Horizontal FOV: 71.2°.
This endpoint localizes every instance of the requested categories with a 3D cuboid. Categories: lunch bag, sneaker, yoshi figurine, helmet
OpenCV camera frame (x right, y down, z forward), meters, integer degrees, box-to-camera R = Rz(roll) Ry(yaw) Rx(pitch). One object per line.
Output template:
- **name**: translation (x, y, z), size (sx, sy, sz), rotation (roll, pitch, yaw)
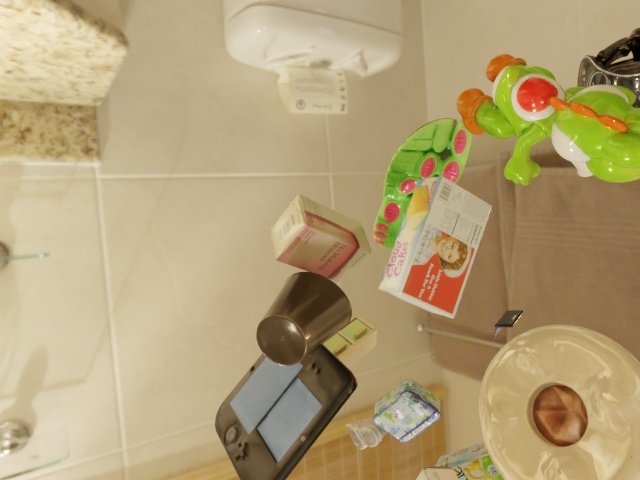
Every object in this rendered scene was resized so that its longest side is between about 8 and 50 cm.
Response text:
- **lunch bag**: translation (0.313, 0.614, 1.604), size (0.219, 0.176, 0.090), rotation (-48, -173, 27)
- **sneaker**: translation (0.276, -0.165, 1.284), size (0.185, 0.483, 0.202), rotation (27, -129, 4)
- **yoshi figurine**: translation (0.421, -0.196, 0.772), size (0.203, 0.204, 0.362), rotation (-15, -145, -17)
- **helmet**: translation (0.623, -0.329, 0.924), size (0.169, 0.169, 0.161), rotation (-3, 152, 25)
- **sneaker**: translation (0.197, 0.770, 1.805), size (0.115, 0.105, 0.281), rotation (-23, 172, -27)

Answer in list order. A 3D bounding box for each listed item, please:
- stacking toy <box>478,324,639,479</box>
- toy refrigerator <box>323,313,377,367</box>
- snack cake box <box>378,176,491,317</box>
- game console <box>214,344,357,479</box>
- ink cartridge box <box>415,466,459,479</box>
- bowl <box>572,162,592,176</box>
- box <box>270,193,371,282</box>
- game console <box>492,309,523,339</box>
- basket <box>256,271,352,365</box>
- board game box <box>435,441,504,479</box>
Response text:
- **stacking toy**: translation (0.614, 0.396, 0.961), size (0.479, 0.351, 0.350), rotation (21, 169, -31)
- **toy refrigerator**: translation (0.060, 0.359, 1.472), size (0.269, 0.094, 0.102), rotation (-28, -137, -33)
- **snack cake box**: translation (0.250, 0.014, 0.968), size (0.152, 0.264, 0.089), rotation (25, 172, -24)
- **game console**: translation (-0.111, 0.433, 1.198), size (0.060, 0.386, 0.342), rotation (42, 173, -32)
- **ink cartridge box**: translation (0.262, 0.663, 1.037), size (0.092, 0.218, 0.158), rotation (9, -154, -20)
- **bowl**: translation (0.938, -0.371, 1.504), size (0.134, 0.298, 0.298), rotation (37, -176, 0)
- **box**: translation (0.000, 0.000, 1.234), size (0.232, 0.127, 0.148), rotation (22, 125, -32)
- **game console**: translation (0.738, 0.334, 1.763), size (0.122, 0.071, 0.107), rotation (-32, -168, -40)
- **basket**: translation (-0.048, 0.195, 1.099), size (0.204, 0.154, 0.227), rotation (30, -155, 10)
- **board game box**: translation (0.493, 0.686, 1.312), size (0.275, 0.142, 0.144), rotation (-31, 164, 21)
